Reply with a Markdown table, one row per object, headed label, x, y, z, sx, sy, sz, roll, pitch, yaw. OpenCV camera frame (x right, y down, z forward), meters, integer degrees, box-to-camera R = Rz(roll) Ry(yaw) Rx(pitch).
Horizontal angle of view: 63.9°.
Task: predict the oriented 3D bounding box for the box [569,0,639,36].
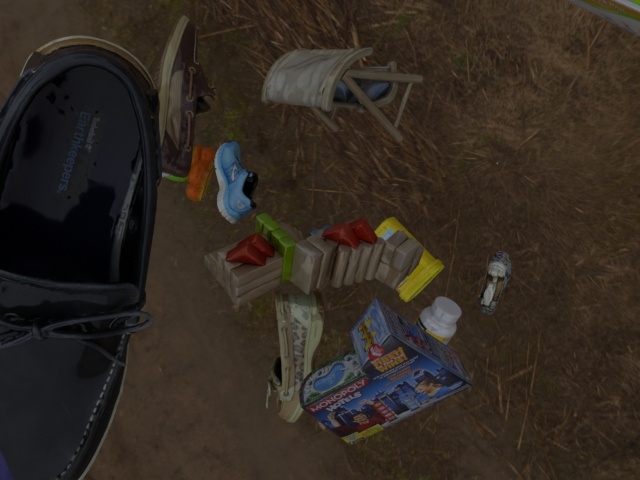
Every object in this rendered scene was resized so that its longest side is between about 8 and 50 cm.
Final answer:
| label | x | y | z | sx | sy | sz | roll | pitch | yaw |
| --- | --- | --- | --- | --- | --- | --- | --- | --- | --- |
| box | 0.495 | -0.414 | 0.811 | 0.114 | 0.103 | 0.203 | -52 | 53 | 20 |

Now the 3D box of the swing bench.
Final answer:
| label | x | y | z | sx | sy | sz | roll | pitch | yaw |
| --- | --- | --- | --- | --- | --- | --- | --- | --- | --- |
| swing bench | 0.044 | -0.348 | 1.171 | 0.253 | 0.254 | 0.165 | 25 | 100 | 48 |

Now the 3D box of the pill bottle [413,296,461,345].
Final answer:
| label | x | y | z | sx | sy | sz | roll | pitch | yaw |
| --- | --- | --- | --- | --- | --- | --- | --- | --- | --- |
| pill bottle | 0.187 | 0.152 | 0.860 | 0.065 | 0.065 | 0.116 | 31 | 121 | 12 |

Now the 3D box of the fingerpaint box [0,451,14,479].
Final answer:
| label | x | y | z | sx | sy | sz | roll | pitch | yaw |
| --- | --- | --- | --- | --- | --- | --- | --- | --- | --- |
| fingerpaint box | -0.392 | 0.173 | 0.115 | 0.371 | 0.445 | 0.163 | -43 | 69 | -2 |

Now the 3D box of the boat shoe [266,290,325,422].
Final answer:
| label | x | y | z | sx | sy | sz | roll | pitch | yaw |
| --- | --- | --- | --- | --- | --- | --- | --- | --- | --- |
| boat shoe | -0.059 | 0.214 | 0.945 | 0.089 | 0.104 | 0.285 | 4 | 114 | -14 |

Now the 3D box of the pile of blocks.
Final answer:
| label | x | y | z | sx | sy | sz | roll | pitch | yaw |
| --- | --- | --- | --- | --- | --- | --- | --- | --- | --- |
| pile of blocks | 0.000 | 0.000 | 0.822 | 0.362 | 0.149 | 0.113 | -4 | 135 | -16 |

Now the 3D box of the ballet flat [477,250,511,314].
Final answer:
| label | x | y | z | sx | sy | sz | roll | pitch | yaw |
| --- | --- | --- | --- | --- | --- | --- | --- | --- | --- |
| ballet flat | 0.297 | 0.070 | 0.873 | 0.041 | 0.041 | 0.114 | 17 | 84 | 16 |

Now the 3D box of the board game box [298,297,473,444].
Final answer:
| label | x | y | z | sx | sy | sz | roll | pitch | yaw |
| --- | --- | --- | --- | --- | --- | --- | --- | --- | --- |
| board game box | 0.073 | 0.167 | 0.661 | 0.194 | 0.060 | 0.194 | -29 | 131 | 9 |

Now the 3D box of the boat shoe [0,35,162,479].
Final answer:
| label | x | y | z | sx | sy | sz | roll | pitch | yaw |
| --- | --- | --- | --- | --- | --- | --- | --- | --- | --- |
| boat shoe | -0.264 | 0.047 | 0.505 | 0.186 | 0.156 | 0.500 | 12 | 97 | -26 |

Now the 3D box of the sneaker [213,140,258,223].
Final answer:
| label | x | y | z | sx | sy | sz | roll | pitch | yaw |
| --- | --- | --- | --- | --- | --- | --- | --- | --- | --- |
| sneaker | -0.139 | -0.108 | 0.901 | 0.073 | 0.063 | 0.162 | -19 | 62 | 16 |

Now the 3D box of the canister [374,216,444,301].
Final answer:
| label | x | y | z | sx | sy | sz | roll | pitch | yaw |
| --- | --- | --- | --- | --- | --- | --- | --- | --- | --- |
| canister | 0.189 | 0.043 | 1.218 | 0.170 | 0.073 | 0.126 | 48 | 121 | 17 |

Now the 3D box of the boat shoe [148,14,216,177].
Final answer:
| label | x | y | z | sx | sy | sz | roll | pitch | yaw |
| --- | --- | --- | --- | --- | --- | --- | --- | --- | --- |
| boat shoe | -0.260 | -0.268 | 0.959 | 0.123 | 0.123 | 0.342 | -33 | 46 | 45 |

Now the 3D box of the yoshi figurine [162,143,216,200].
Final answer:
| label | x | y | z | sx | sy | sz | roll | pitch | yaw |
| --- | --- | --- | --- | --- | --- | --- | --- | --- | --- |
| yoshi figurine | -0.429 | -0.189 | 1.152 | 0.362 | 0.203 | 0.204 | 24 | 112 | -11 |
